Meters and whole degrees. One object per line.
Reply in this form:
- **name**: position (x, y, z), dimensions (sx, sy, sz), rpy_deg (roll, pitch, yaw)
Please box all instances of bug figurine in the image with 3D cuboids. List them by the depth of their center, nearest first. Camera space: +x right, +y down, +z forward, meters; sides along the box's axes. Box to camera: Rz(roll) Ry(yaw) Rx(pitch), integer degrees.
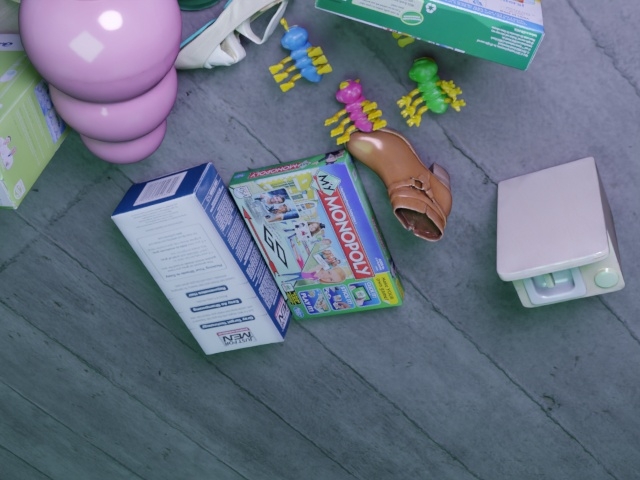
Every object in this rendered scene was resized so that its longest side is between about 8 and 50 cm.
- **bug figurine**: position (0.078, -0.254, 1.091), dimensions (0.279, 0.072, 0.216), rpy_deg (-14, 122, 25)

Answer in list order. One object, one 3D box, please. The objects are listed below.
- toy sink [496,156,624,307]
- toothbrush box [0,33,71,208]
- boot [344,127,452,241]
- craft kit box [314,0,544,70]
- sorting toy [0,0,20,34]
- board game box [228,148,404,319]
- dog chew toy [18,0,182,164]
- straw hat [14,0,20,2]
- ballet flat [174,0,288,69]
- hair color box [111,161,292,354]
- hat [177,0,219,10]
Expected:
- **toy sink**: position (0.355, 0.007, 1.134), dimensions (0.153, 0.234, 0.131), rpy_deg (-16, 123, 23)
- **toothbrush box**: position (-0.485, -0.179, 1.091), dimensions (0.206, 0.283, 0.122), rpy_deg (2, 133, 9)
- **boot**: position (0.117, -0.089, 1.164), dimensions (0.197, 0.152, 0.073), rpy_deg (25, 130, -7)
- **craft kit box**: position (0.137, -0.314, 0.917), dimensions (0.250, 0.246, 0.061), rpy_deg (17, 133, 0)
- **sorting toy**: position (-0.411, -0.315, 1.179), dimensions (0.348, 0.047, 0.196), rpy_deg (-23, 124, 29)
- **board game box**: position (0.000, 0.000, 1.336), dimensions (0.213, 0.046, 0.317), rpy_deg (-10, 125, 22)
- **dog chew toy**: position (-0.289, -0.233, 1.062), dimensions (0.206, 0.206, 0.332), rpy_deg (12, 145, 4)
- **straw hat**: position (-0.435, -0.407, 1.055), dimensions (0.144, 0.061, 0.144), rpy_deg (4, 99, 26)
- **ballet flat**: position (-0.122, -0.300, 1.090), dimensions (0.086, 0.086, 0.248), rpy_deg (42, 127, -20)
- **hair color box**: position (-0.201, 0.042, 1.378), dimensions (0.174, 0.105, 0.347), rpy_deg (-12, 124, 23)
- **hat**: position (-0.204, -0.365, 0.995), dimensions (0.173, 0.183, 0.208), rpy_deg (27, 130, -8)
